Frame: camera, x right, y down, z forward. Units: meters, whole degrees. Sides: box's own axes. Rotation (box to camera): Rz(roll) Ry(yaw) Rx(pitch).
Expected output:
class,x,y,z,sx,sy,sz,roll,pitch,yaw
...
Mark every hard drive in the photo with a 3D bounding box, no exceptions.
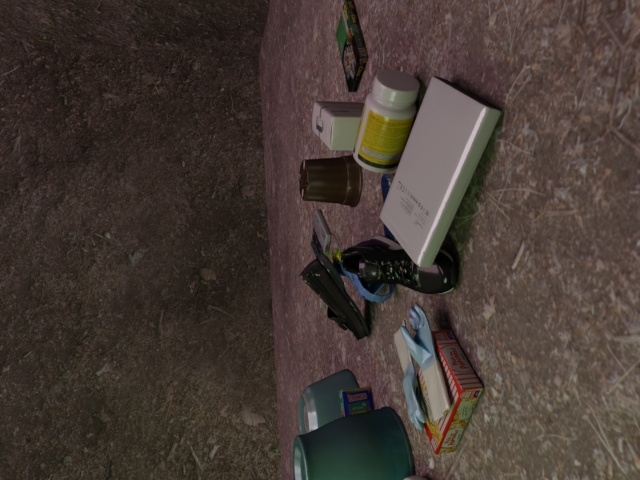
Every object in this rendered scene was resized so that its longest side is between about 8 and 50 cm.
class,x,y,z,sx,sy,sz,roll,pitch,yaw
hard drive,0.211,-0.132,0.986,0.203,0.040,0.308,-118,41,-54

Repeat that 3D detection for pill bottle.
class,x,y,z,sx,sy,sz,roll,pitch,yaw
pill bottle,0.151,-0.271,1.189,0.209,0.119,0.119,102,160,-43

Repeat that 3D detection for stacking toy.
class,x,y,z,sx,sy,sz,roll,pitch,yaw
stacking toy,0.044,0.141,1.801,0.167,0.052,0.221,174,97,-74

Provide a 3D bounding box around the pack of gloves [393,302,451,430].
class,x,y,z,sx,sy,sz,roll,pitch,yaw
pack of gloves,0.184,0.259,1.062,0.195,0.046,0.232,108,159,-53

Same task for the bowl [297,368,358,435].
class,x,y,z,sx,sy,sz,roll,pitch,yaw
bowl,0.022,0.582,1.682,0.311,0.163,0.312,178,90,-76

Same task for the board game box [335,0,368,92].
class,x,y,z,sx,sy,sz,roll,pitch,yaw
board game box,0.092,-0.594,1.583,0.136,0.030,0.260,109,156,-59

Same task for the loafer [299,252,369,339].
class,x,y,z,sx,sy,sz,roll,pitch,yaw
loafer,0.038,0.173,1.457,0.303,0.095,0.109,61,170,-28

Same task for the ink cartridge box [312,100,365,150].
class,x,y,z,sx,sy,sz,roll,pitch,yaw
ink cartridge box,0.076,-0.311,1.398,0.218,0.158,0.092,-117,28,-61

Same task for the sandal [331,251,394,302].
class,x,y,z,sx,sy,sz,roll,pitch,yaw
sandal,0.112,0.090,1.381,0.317,0.126,0.138,168,96,-77

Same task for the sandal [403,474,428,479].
class,x,y,z,sx,sy,sz,roll,pitch,yaw
sandal,0.226,0.579,0.986,0.416,0.102,0.170,149,118,-74

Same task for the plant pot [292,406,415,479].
class,x,y,z,sx,sy,sz,roll,pitch,yaw
plant pot,0.067,0.571,1.311,0.271,0.255,0.272,179,90,-76

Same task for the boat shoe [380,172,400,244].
class,x,y,z,sx,sy,sz,roll,pitch,yaw
boat shoe,0.183,-0.063,1.180,0.066,0.066,0.183,-150,53,-70

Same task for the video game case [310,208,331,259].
class,x,y,z,sx,sy,sz,roll,pitch,yaw
video game case,0.000,0.000,2.010,0.190,0.022,0.173,-113,26,-54

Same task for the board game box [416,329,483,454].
class,x,y,z,sx,sy,sz,roll,pitch,yaw
board game box,0.241,0.296,1.021,0.147,0.045,0.194,-110,24,-53

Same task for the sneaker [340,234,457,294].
class,x,y,z,sx,sy,sz,roll,pitch,yaw
sneaker,0.151,0.064,1.085,0.283,0.124,0.107,12,112,56

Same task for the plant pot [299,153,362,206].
class,x,y,z,sx,sy,sz,roll,pitch,yaw
plant pot,0.025,-0.185,1.601,0.167,0.165,0.167,179,90,-77

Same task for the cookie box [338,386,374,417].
class,x,y,z,sx,sy,sz,roll,pitch,yaw
cookie box,0.104,0.479,1.489,0.040,0.091,0.107,123,143,-61
